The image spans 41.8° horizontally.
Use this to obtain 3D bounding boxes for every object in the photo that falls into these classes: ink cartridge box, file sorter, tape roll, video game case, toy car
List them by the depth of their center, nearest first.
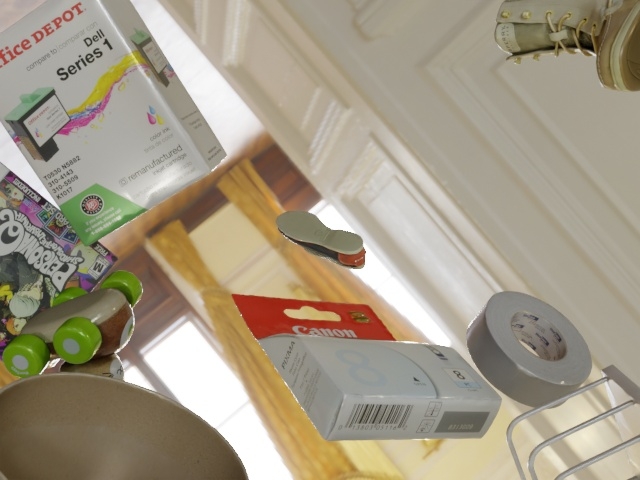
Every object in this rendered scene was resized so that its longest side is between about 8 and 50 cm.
[{"bbox_3d":[0.372,0.322,1.013,0.173,0.193,0.278,-24,-160,-3],"label":"file sorter"},{"bbox_3d":[-0.278,0.162,1.061,0.149,0.188,0.155,-18,-161,19],"label":"toy car"},{"bbox_3d":[-0.284,-0.166,1.071,0.201,0.278,0.117,-29,-169,12],"label":"ink cartridge box"},{"bbox_3d":[-0.427,0.034,1.130,0.210,0.232,0.042,-51,-148,-11],"label":"video game case"},{"bbox_3d":[0.064,0.171,1.369,0.308,0.385,0.091,7,116,-33],"label":"ink cartridge box"},{"bbox_3d":[0.376,0.194,1.510,0.219,0.219,0.072,-36,159,-52],"label":"tape roll"}]

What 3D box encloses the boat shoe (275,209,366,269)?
[{"bbox_3d":[0.000,0.000,1.097,0.049,0.137,0.043,-52,148,-29],"label":"boat shoe"}]

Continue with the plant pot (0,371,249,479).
[{"bbox_3d":[-0.239,0.296,0.881,0.191,0.284,0.284,-66,169,14],"label":"plant pot"}]

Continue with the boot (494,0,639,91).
[{"bbox_3d":[0.253,-0.205,0.839,0.165,0.077,0.213,1,-144,30],"label":"boot"}]
